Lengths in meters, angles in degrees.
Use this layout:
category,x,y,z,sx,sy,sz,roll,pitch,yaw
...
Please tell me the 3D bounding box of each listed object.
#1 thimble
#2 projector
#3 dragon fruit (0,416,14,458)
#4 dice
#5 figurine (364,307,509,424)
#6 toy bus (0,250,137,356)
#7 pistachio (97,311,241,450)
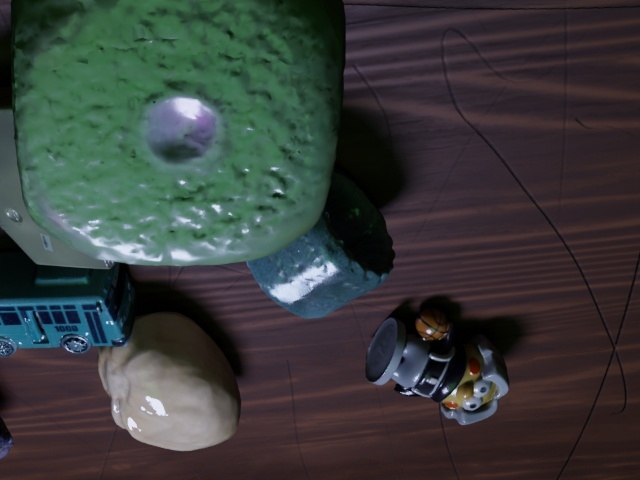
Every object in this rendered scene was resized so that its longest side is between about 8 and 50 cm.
category,x,y,z,sx,sy,sz,roll,pitch,yaw
thimble,0.000,0.000,1.353,0.143,0.198,0.235,-29,163,24
projector,-0.384,-0.085,1.288,0.193,0.088,0.269,3,131,27
dragon fruit,-0.699,0.331,1.682,0.221,0.204,0.283,-31,165,-12
dice,-0.155,-0.179,1.018,0.318,0.330,0.322,1,121,-11
figurine,0.213,0.213,1.632,0.236,0.133,0.176,22,113,-16
toy bus,-0.429,0.091,1.480,0.256,0.128,0.147,-2,135,3
pistachio,-0.251,0.243,1.614,0.193,0.214,0.318,23,167,41
